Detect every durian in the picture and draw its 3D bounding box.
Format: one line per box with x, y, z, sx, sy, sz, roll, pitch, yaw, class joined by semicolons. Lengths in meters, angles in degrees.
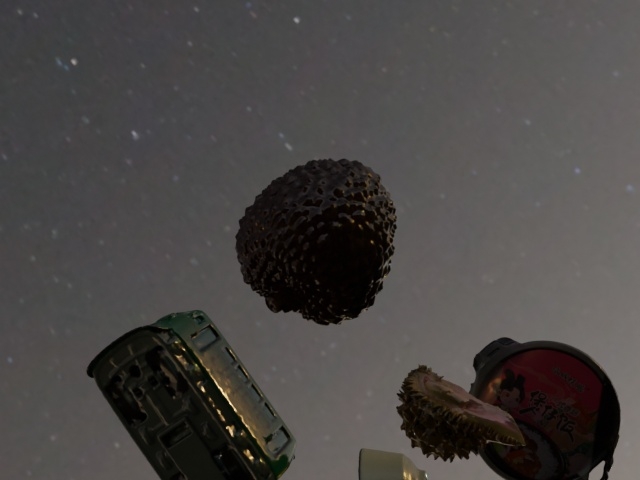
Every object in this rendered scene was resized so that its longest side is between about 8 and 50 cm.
0.199;0.274;1.821;0.078;0.224;0.140;0;-81;-54;durian

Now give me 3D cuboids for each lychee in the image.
0.000;0.000;1.808;0.271;0.236;0.236;-53;-37;-20;lychee

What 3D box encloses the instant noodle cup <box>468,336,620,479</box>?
0.393;0.302;2.160;0.258;0.302;0.181;-28;-6;7;instant noodle cup

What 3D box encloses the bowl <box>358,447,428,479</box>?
0.147;0.510;2.336;0.126;0.238;0.238;-8;-43;7;bowl

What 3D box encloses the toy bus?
-0.197;0.278;2.001;0.183;0.343;0.199;-34;0;28;toy bus
